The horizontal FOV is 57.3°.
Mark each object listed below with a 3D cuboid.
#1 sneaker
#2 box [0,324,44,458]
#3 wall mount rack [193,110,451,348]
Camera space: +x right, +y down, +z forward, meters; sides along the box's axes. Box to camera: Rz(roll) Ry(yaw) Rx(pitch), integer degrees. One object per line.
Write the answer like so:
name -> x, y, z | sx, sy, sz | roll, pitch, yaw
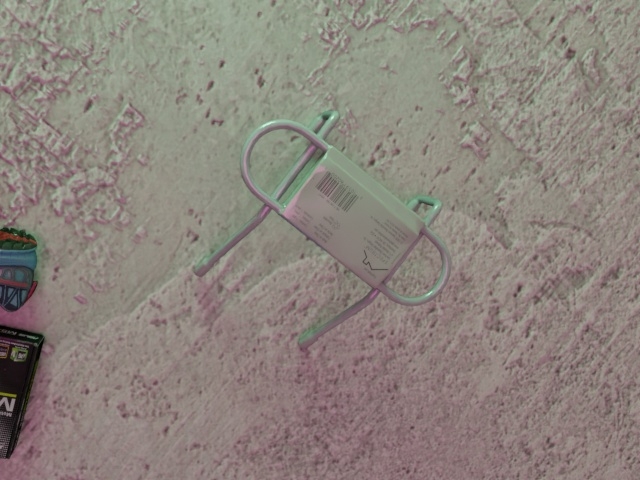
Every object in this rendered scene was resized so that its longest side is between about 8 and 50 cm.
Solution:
sneaker -> -0.507, 0.050, 0.749 | 0.262, 0.104, 0.125 | 2, 105, -12
box -> -0.506, 0.199, 0.814 | 0.191, 0.045, 0.184 | 17, 97, -14
wall mount rack -> 0.000, 0.000, 0.836 | 0.350, 0.130, 0.304 | 38, 90, -17
